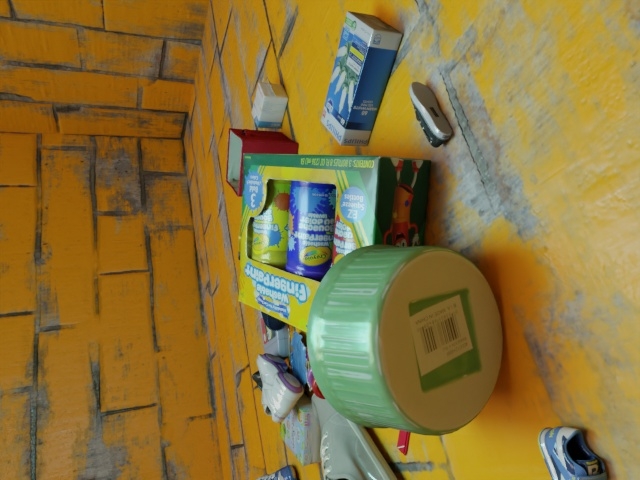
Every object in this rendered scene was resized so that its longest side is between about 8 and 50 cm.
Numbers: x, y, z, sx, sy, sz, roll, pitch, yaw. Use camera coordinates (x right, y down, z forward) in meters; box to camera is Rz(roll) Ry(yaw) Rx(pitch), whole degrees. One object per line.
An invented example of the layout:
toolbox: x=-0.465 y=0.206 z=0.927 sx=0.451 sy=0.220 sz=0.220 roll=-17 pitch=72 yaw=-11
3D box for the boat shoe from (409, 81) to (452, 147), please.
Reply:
boat shoe: x=0.196 y=-0.235 z=0.852 sx=0.040 sy=0.049 sz=0.142 roll=122 pitch=137 yaw=-52

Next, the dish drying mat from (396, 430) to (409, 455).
dish drying mat: x=0.181 y=0.423 z=0.996 sx=0.032 sy=0.008 sz=0.084 roll=-145 pitch=56 yaw=-61

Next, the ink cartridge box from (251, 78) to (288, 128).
ink cartridge box: x=-0.174 y=-0.474 z=1.586 sx=0.143 sy=0.089 sz=0.092 roll=115 pitch=144 yaw=-43

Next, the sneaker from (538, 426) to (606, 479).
sneaker: x=0.338 y=0.313 z=0.590 sx=0.059 sy=0.053 sz=0.144 roll=-55 pitch=45 yaw=50

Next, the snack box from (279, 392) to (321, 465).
snack box: x=-0.068 y=0.591 z=1.484 sx=0.207 sy=0.070 sz=0.175 roll=8 pitch=99 yaw=63

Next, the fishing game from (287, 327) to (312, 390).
fishing game: x=-0.062 y=0.389 z=1.490 sx=0.264 sy=0.041 sz=0.189 roll=175 pitch=92 yaw=-72

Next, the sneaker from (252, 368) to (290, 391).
sneaker: x=-0.165 y=0.528 z=1.692 sx=0.106 sy=0.101 sz=0.267 roll=64 pitch=153 yaw=-2

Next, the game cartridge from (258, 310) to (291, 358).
game cartridge: x=-0.177 y=0.303 z=1.718 sx=0.196 sy=0.060 sz=0.295 roll=-44 pitch=53 yaw=54

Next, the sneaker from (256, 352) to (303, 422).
sneaker: x=-0.162 y=0.471 z=1.494 sx=0.152 sy=0.114 sz=0.305 roll=-64 pitch=23 yaw=1

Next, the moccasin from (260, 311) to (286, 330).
moccasin: x=-0.120 y=0.169 z=1.480 sx=0.117 sy=0.137 sz=0.342 roll=50 pitch=137 yaw=47

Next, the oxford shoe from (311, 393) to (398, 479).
oxford shoe: x=0.055 y=0.526 z=1.121 sx=0.449 sy=0.129 sz=0.169 roll=-139 pitch=37 yaw=-60

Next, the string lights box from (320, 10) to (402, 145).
string lights box: x=0.085 y=-0.363 z=1.046 sx=0.133 sy=0.076 sz=0.260 roll=-121 pitch=36 yaw=-44

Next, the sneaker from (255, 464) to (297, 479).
sneaker: x=-0.172 y=0.903 z=1.670 sx=0.297 sy=0.130 sz=0.112 roll=121 pitch=141 yaw=-48

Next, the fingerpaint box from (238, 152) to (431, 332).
fingerpaint box: x=-0.001 y=0.000 z=1.007 sx=0.444 sy=0.163 sz=0.372 roll=14 pitch=104 yaw=47

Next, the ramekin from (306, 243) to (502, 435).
ramekin: x=0.144 y=0.149 z=0.719 sx=0.148 sy=0.303 sz=0.304 roll=-13 pitch=81 yaw=57

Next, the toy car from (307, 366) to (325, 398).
toy car: x=0.038 y=0.338 z=1.125 sx=0.182 sy=0.136 sz=0.159 roll=-141 pitch=51 yaw=-77

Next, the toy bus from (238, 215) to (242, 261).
toy bus: x=-0.240 y=0.042 z=1.685 sx=0.333 sy=0.108 sz=0.130 roll=102 pitch=171 yaw=-62

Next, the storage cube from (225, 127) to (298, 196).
storage cube: x=-0.202 y=-0.264 z=1.545 sx=0.184 sy=0.193 sz=0.215 roll=-135 pitch=48 yaw=-56
